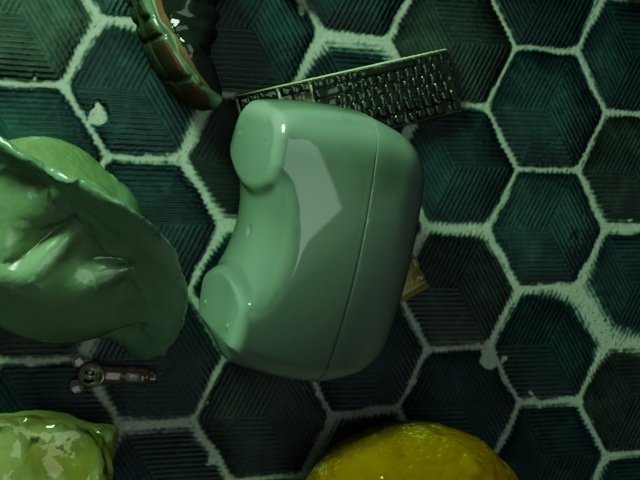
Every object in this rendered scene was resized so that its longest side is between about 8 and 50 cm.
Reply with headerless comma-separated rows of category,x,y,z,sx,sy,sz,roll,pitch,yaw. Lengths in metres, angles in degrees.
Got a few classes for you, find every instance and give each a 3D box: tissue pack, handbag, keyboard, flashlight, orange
tissue pack,0.000,0.000,1.158,0.236,0.229,0.333,8,100,-23
handbag,0.110,0.040,1.305,0.061,0.027,0.083,-25,99,-12
keyboard,0.045,-0.183,1.270,0.317,0.027,0.106,-16,98,-15
flashlight,-0.266,0.175,1.203,0.110,0.031,0.052,5,92,-16
orange,0.115,0.394,1.200,0.340,0.293,0.341,-5,113,-13

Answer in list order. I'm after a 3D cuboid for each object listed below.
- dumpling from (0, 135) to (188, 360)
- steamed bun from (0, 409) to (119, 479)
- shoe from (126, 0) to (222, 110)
dumpling,-0.307,-0.016,1.099,0.320,0.212,0.270,17,126,-30
steamed bun,-0.462,0.330,1.102,0.428,0.189,0.247,2,64,-17
shoe,-0.167,-0.306,1.161,0.137,0.114,0.291,-18,96,-19
